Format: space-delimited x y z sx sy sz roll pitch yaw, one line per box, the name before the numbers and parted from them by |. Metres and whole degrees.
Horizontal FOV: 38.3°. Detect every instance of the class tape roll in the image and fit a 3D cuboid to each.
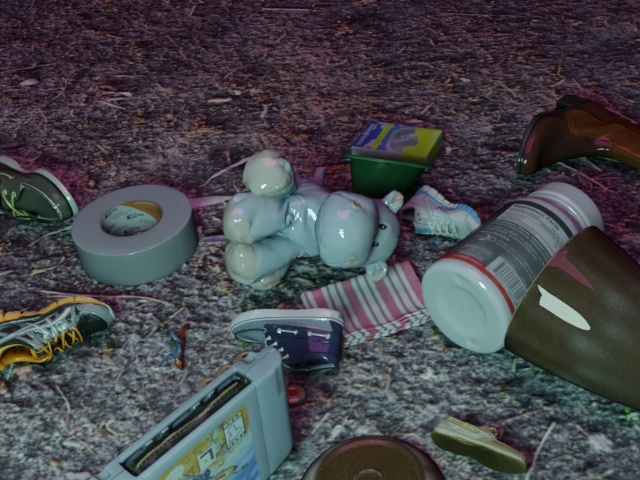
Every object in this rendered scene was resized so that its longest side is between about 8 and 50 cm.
tape roll | -0.335 -0.013 1.673 0.219 0.072 0.219 -5 37 3

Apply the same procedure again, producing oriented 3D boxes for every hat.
hat | 0.104 -0.060 1.698 0.208 0.184 0.173 4 5 -28

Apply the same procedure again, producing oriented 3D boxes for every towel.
towel | 0.077 0.100 1.481 0.197 0.029 0.144 -16 37 -10

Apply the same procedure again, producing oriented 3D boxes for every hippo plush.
hippo plush | 0.000 0.000 1.497 0.236 0.234 0.294 21 4 25

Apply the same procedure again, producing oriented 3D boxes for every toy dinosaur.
toy dinosaur | -0.223 0.166 1.443 0.090 0.047 0.082 -21 56 -33

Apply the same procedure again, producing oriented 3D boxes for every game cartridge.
game cartridge | -0.149 0.283 1.138 0.062 0.198 0.297 25 48 37

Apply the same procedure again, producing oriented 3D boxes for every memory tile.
memory tile | -0.104 0.223 1.365 0.113 0.012 0.148 -33 44 -29

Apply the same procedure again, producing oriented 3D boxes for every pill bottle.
pill bottle | 0.302 0.033 1.418 0.161 0.161 0.283 26 48 37

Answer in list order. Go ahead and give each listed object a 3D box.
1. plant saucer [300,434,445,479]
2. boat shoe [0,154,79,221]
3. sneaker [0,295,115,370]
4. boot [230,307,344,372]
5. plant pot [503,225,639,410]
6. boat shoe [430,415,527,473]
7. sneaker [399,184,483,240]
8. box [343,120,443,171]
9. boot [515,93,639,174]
plant saucer | 0.064 0.320 1.187 0.198 0.036 0.199 -5 38 4
boat shoe | -0.582 -0.087 1.792 0.305 0.109 0.091 20 45 40
sneaker | -0.433 0.152 1.475 0.214 0.084 0.083 -14 50 -3
boot | -0.058 0.155 1.406 0.190 0.069 0.086 -7 57 24
plant pot | 0.410 0.130 1.257 0.230 0.215 0.215 37 54 27
boat shoe | 0.214 0.265 1.217 0.135 0.050 0.045 17 49 30
sneaker | 0.210 -0.029 1.606 0.083 0.071 0.190 -33 34 -20
box | 0.145 -0.191 1.844 0.178 0.042 0.109 10 40 22
boot | 0.532 -0.156 1.718 0.280 0.096 0.264 28 42 29
